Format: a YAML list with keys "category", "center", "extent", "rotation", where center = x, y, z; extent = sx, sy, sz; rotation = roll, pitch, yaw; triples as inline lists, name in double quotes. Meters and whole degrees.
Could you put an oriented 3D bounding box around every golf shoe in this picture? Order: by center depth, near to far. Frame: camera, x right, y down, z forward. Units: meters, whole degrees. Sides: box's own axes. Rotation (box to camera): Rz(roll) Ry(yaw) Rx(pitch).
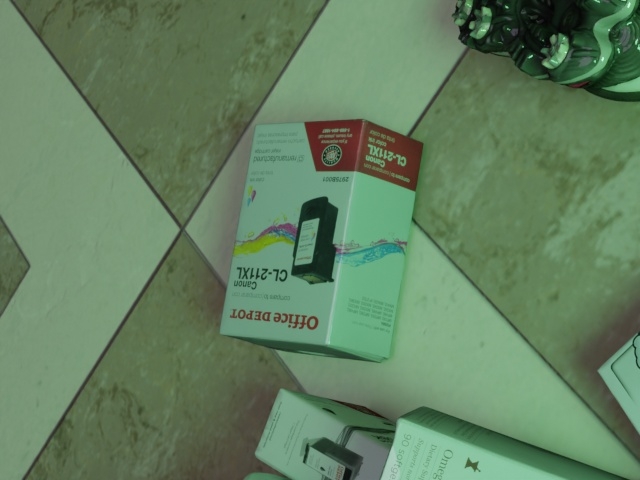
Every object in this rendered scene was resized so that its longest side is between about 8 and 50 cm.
- category: "golf shoe"
  center: [0.174, -0.153, 0.986]
  extent: [0.105, 0.120, 0.273]
  rotation: [-64, 22, 19]

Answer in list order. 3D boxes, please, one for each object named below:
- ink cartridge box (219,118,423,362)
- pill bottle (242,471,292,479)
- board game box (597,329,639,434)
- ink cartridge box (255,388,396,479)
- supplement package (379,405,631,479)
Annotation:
- category: "ink cartridge box"
  center: [0.000, 0.000, 1.125]
  extent: [0.127, 0.072, 0.175]
  rotation: [1, 79, 44]
- category: "pill bottle"
  center: [-0.072, 0.355, 0.982]
  extent: [0.210, 0.210, 0.363]
  rotation: [35, 96, 45]
- category: "board game box"
  center: [0.306, 0.127, 0.796]
  extent: [0.193, 0.053, 0.305]
  rotation: [-49, 49, 24]
- category: "ink cartridge box"
  center: [0.037, 0.160, 1.022]
  extent: [0.135, 0.099, 0.056]
  rotation: [23, 94, 45]
- category: "supplement package"
  center: [0.122, 0.181, 0.873]
  extent: [0.179, 0.105, 0.105]
  rotation: [18, 91, 12]
